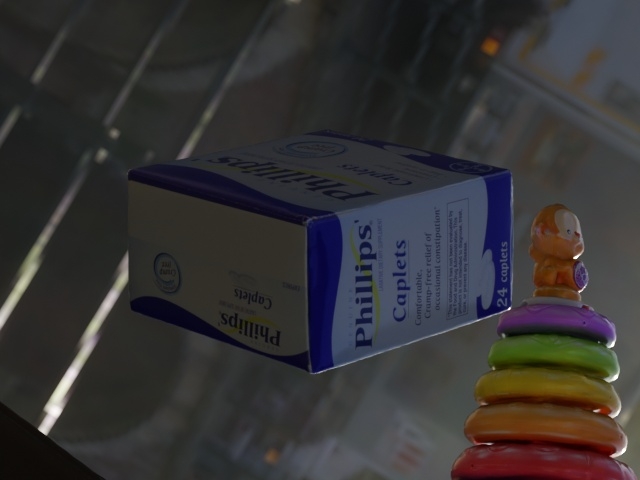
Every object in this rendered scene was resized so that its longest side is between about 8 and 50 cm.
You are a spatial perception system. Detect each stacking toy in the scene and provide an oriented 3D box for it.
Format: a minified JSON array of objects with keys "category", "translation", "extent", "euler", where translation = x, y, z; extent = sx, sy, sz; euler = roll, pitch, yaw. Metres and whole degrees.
[{"category":"stacking toy","translation":[0.203,0.112,1.676],"extent":[0.166,0.175,0.301],"euler":[-8,-112,43]}]

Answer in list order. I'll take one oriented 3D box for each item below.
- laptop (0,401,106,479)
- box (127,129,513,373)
[{"category":"laptop","translation":[-0.311,0.278,1.042],"extent":[0.236,0.382,0.408],"euler":[-7,112,-37]},{"category":"box","translation":[0.000,0.000,0.893],"extent":[0.137,0.126,0.072],"euler":[-15,112,-43]}]
